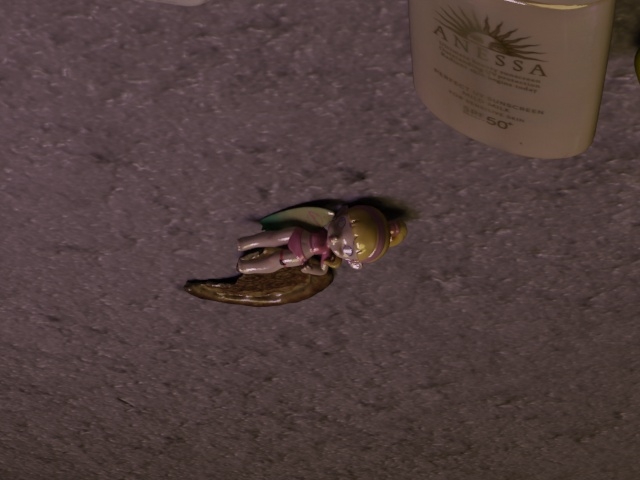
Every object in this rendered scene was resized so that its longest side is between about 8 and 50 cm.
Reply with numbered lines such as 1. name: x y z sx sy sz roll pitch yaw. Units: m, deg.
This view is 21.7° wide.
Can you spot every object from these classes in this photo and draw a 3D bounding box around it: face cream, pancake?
1. face cream: 0.149 -0.184 1.321 0.173 0.081 0.348 24 160 13
2. pancake: -0.076 0.042 1.976 0.184 0.020 0.190 3 156 3

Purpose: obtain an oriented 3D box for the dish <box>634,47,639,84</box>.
1. dish: 0.400 -0.111 1.404 0.221 0.108 0.262 13 163 -36

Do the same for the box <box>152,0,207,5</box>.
1. box: -0.146 -0.264 1.250 0.142 0.044 0.285 7 157 -3

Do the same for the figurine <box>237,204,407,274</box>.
1. figurine: 0.000 0.000 1.813 0.187 0.083 0.083 -13 153 19
